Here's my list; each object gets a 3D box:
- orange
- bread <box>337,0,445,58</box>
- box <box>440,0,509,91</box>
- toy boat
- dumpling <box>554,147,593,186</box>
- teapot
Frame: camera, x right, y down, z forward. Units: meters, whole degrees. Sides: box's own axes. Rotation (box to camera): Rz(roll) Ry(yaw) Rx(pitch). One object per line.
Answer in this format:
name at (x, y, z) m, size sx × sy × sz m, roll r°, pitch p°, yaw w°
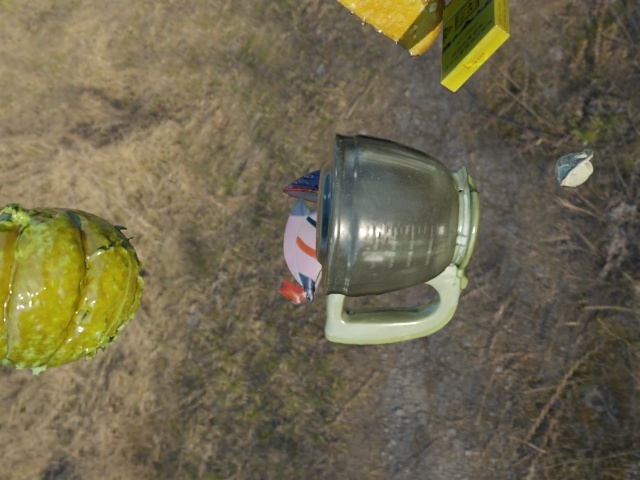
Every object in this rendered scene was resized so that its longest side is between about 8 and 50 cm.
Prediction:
orange at (-0.398, 0.063, 1.114) m, size 0.301 × 0.300 × 0.223 m, roll 0°, pitch 83°, yaw 44°
bread at (0.154, -0.562, 1.767) m, size 0.179 × 0.340 × 0.194 m, roll -40°, pitch 32°, yaw 38°
box at (0.292, -0.415, 1.575) m, size 0.153 × 0.041 × 0.278 m, roll -45°, pitch 24°, yaw 39°
toy boat at (-0.014, -0.025, 1.783) m, size 0.219 × 0.072 × 0.318 m, roll 43°, pitch 71°, yaw 8°
dumpling at (0.375, -0.112, 1.227) m, size 0.052 × 0.076 × 0.057 m, roll 48°, pitch 132°, yaw 42°
teapot at (0.112, 0.009, 1.221) m, size 0.240 × 0.239 × 0.321 m, roll 4°, pitch 91°, yaw -1°
